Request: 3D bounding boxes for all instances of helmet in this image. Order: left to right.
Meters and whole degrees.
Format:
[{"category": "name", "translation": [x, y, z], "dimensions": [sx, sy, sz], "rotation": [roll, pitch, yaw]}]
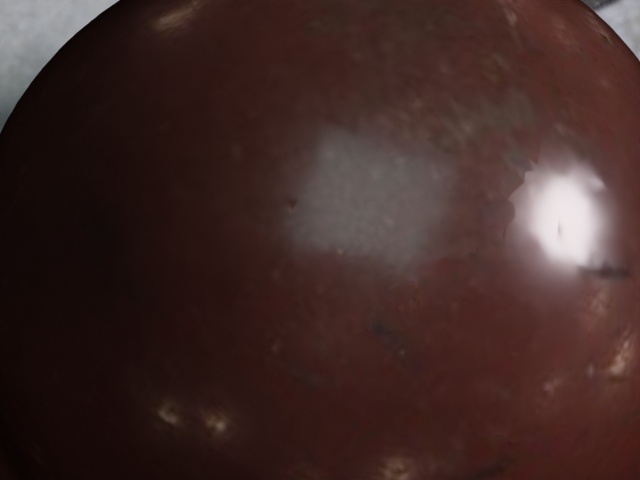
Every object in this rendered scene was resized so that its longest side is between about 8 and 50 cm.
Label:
[{"category": "helmet", "translation": [0.000, 0.000, 0.488], "dimensions": [0.384, 0.230, 0.338], "rotation": [9, 69, 1]}]
